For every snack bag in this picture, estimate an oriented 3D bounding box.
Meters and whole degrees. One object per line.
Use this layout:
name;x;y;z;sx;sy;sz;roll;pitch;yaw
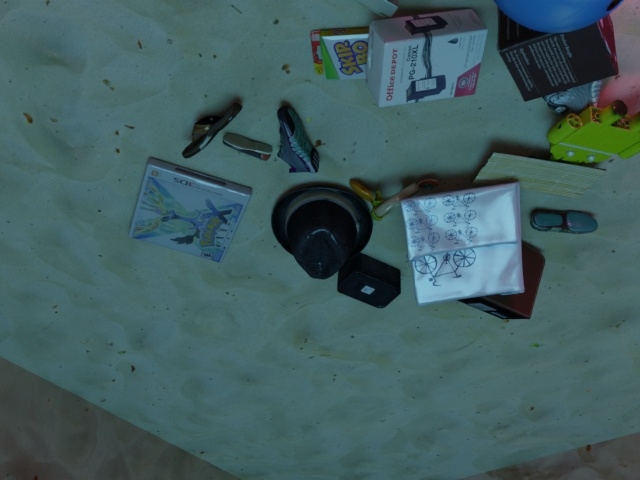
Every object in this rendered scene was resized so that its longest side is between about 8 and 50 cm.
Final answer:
snack bag;0.391;0.020;1.973;0.323;0.037;0.343;-8;113;2

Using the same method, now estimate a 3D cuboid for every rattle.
rattle;0.206;-0.154;1.991;0.199;0.143;0.130;-38;157;20

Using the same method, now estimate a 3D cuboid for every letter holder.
letter holder;0.491;0.085;2.164;0.301;0.215;0.152;23;167;-15

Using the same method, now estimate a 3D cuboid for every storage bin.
storage bin;0.153;0.127;2.272;0.180;0.084;0.122;23;136;-20

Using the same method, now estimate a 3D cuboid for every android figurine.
android figurine;0.672;-0.251;1.760;0.248;0.056;0.273;9;159;-18

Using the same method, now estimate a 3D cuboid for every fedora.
fedora;0.000;0.000;2.091;0.333;0.153;0.334;3;138;3

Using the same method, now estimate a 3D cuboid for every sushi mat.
sushi mat;0.573;-0.169;1.905;0.316;0.019;0.151;8;151;-7

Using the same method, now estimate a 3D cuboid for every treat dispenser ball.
treat dispenser ball;0.436;-0.524;1.304;0.288;0.288;0.288;3;138;2

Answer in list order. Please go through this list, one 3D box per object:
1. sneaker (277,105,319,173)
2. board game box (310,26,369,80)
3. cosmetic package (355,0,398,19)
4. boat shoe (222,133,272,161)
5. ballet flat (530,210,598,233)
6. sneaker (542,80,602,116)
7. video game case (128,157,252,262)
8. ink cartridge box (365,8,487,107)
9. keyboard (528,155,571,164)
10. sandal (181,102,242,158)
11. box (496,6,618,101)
sneaker;-0.084;-0.249;1.875;0.098;0.083;0.224;-8;138;21
board game box;0.109;-0.436;1.682;0.259;0.039;0.124;0;138;9
cosmetic package;0.110;-0.530;1.555;0.115;0.060;0.041;25;136;-20
boat shoe;-0.197;-0.244;1.916;0.137;0.049;0.043;14;140;-17
ballet flat;0.686;-0.049;2.051;0.188;0.070;0.070;8;138;-1
sneaker;0.578;-0.368;1.676;0.132;0.086;0.229;-3;139;13
video game case;-0.390;-0.079;2.126;0.299;0.036;0.329;17;137;-13
ink cartridge box;0.230;-0.403;1.604;0.237;0.100;0.172;-10;138;-10
keyboard;0.575;-0.188;1.925;0.180;0.023;0.108;1;145;3
sandal;-0.287;-0.290;1.846;0.060;0.090;0.219;44;129;-15
box;0.497;-0.430;1.524;0.203;0.167;0.168;-13;141;30
